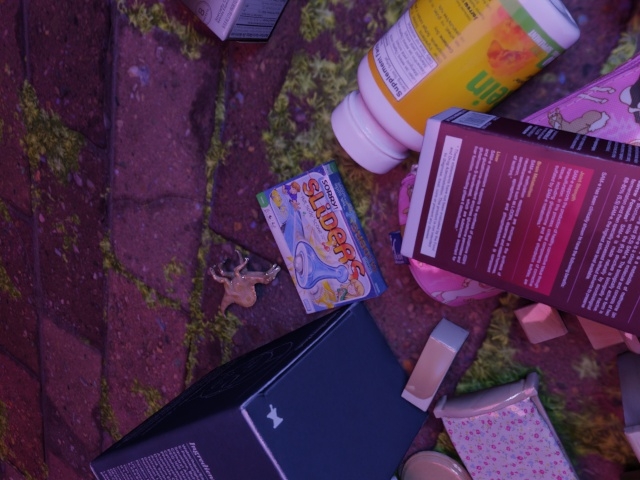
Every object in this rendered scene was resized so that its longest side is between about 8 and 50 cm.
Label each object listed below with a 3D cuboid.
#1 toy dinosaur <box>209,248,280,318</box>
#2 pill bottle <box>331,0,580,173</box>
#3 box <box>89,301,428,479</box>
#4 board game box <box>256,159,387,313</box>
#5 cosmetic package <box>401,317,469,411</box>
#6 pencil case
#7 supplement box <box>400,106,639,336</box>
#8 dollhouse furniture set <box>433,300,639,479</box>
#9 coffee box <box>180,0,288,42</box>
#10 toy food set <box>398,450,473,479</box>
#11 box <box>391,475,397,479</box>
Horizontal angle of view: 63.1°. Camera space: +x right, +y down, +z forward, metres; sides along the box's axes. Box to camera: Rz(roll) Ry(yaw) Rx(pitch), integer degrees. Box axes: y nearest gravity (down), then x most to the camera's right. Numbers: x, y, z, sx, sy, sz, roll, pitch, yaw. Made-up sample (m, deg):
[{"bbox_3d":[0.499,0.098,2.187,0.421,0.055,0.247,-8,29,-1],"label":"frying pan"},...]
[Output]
[{"bbox_3d":[-0.148,0.076,0.884,0.183,0.053,0.093,-37,87,36],"label":"toy dinosaur"},{"bbox_3d":[0.127,-0.181,0.558,0.245,0.136,0.136,-39,85,37],"label":"pill bottle"},{"bbox_3d":[-0.091,0.297,0.782,0.395,0.293,0.212,-32,90,37],"label":"box"},{"bbox_3d":[0.000,0.000,0.770,0.136,0.035,0.201,-20,96,36],"label":"board game box"},{"bbox_3d":[0.157,0.171,0.719,0.041,0.060,0.115,29,119,21],"label":"cosmetic package"},{"bbox_3d":[0.255,-0.064,0.511,0.386,0.167,0.160,-27,50,36],"label":"pencil case"},{"bbox_3d":[0.197,-0.018,0.424,0.239,0.073,0.130,20,120,24],"label":"supplement box"},{"bbox_3d":[0.226,0.239,0.605,0.355,0.174,0.303,-27,91,30],"label":"dollhouse furniture set"},{"bbox_3d":[-0.085,-0.391,0.638,0.141,0.098,0.246,46,125,10],"label":"coffee box"},{"bbox_3d":[0.182,0.382,0.803,0.192,0.038,0.132,40,117,20],"label":"toy food set"},{"bbox_3d":[0.055,0.540,0.823,0.232,0.058,0.322,-17,109,0],"label":"box"}]
